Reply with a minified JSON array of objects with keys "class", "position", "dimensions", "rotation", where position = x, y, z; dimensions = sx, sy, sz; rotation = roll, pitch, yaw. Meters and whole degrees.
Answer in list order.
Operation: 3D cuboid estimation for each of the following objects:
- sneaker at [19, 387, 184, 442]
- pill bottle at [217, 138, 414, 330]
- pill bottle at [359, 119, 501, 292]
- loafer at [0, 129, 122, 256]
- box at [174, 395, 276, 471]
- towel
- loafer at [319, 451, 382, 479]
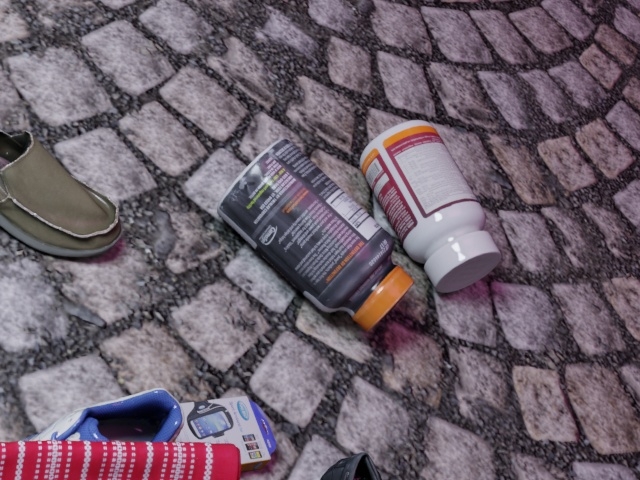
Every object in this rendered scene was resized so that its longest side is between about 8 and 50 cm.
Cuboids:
[{"class":"sneaker","position":[-0.256,0.211,1.118],"dimensions":[0.296,0.131,0.112],"rotation":[-26,74,-45]},{"class":"pill bottle","position":[0.000,0.000,1.490],"dimensions":[0.245,0.130,0.130],"rotation":[43,41,3]},{"class":"pill bottle","position":[0.151,-0.046,1.648],"dimensions":[0.121,0.121,0.221],"rotation":[-6,59,-40]},{"class":"loafer","position":[-0.331,-0.064,1.333],"dimensions":[0.251,0.087,0.094],"rotation":[25,43,-16]},{"class":"box","position":[-0.114,0.213,1.299],"dimensions":[0.136,0.028,0.081],"rotation":[1,55,-39]},{"class":"towel","position":[-0.204,0.277,1.079],"dimensions":[0.274,0.199,0.031],"rotation":[6,7,-32]},{"class":"loafer","position":[0.049,0.332,1.275],"dimensions":[0.076,0.078,0.223],"rotation":[10,50,-29]}]
